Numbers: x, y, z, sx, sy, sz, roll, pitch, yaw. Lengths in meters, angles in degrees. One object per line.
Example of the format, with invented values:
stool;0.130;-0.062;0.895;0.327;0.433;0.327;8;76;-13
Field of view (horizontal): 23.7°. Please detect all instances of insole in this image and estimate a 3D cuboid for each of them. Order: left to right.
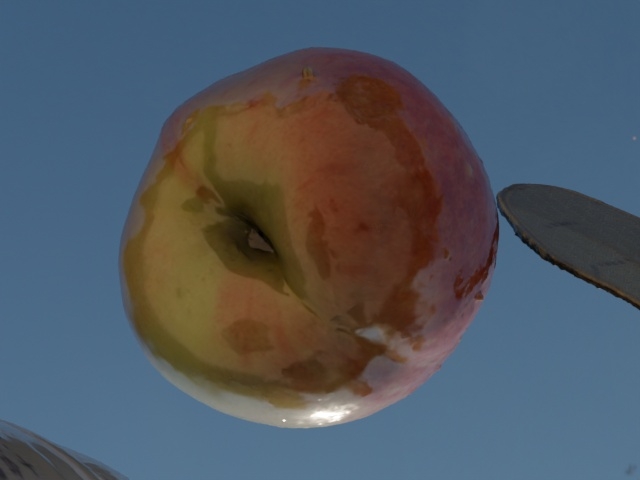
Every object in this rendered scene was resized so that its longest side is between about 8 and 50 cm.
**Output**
insole;0.238;0.033;1.026;0.119;0.348;0.009;-8;-60;-27

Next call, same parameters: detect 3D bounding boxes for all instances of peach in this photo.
peach;0.000;0.000;0.868;0.232;0.232;0.233;1;-86;12

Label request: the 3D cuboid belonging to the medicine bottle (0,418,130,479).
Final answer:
medicine bottle;-0.159;0.136;0.471;0.189;0.332;0.190;-3;-105;12
